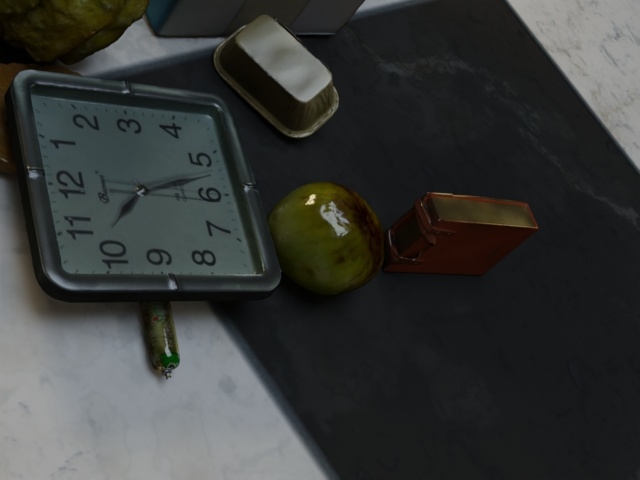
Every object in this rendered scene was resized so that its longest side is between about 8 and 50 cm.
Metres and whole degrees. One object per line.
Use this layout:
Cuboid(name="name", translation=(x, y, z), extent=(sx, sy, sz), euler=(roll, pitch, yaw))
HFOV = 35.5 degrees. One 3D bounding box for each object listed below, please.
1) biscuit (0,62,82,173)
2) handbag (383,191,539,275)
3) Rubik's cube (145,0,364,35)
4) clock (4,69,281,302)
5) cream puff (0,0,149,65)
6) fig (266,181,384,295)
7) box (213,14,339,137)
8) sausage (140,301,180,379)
Cuboid(name="biscuit", translation=(-0.352, -0.134, 1.084), extent=(0.162, 0.035, 0.250), euler=(49, 42, 10))
Cuboid(name="handbag", translation=(0.180, -0.005, 1.336), extent=(0.190, 0.127, 0.062), euler=(5, 55, -36))
Cuboid(name="Rubik's cube", translation=(-0.080, -0.512, 1.351), extent=(0.347, 0.346, 0.344), euler=(-9, 64, -42))
Cuboid(name="clock", translation=(-0.191, -0.054, 1.089), extent=(0.279, 0.049, 0.273), euler=(2, 58, -34))
Cuboid(name="cream puff", translation=(-0.310, -0.309, 1.121), extent=(0.244, 0.196, 0.244), euler=(33, 34, -26))
Cuboid(name="fig", translation=(0.010, -0.004, 1.205), extent=(0.153, 0.121, 0.136), euler=(31, 40, -15))
Cuboid(name="box", translation=(-0.056, -0.222, 1.341), extent=(0.177, 0.111, 0.111), euler=(44, 43, 3))
Cuboid(name="sausage", translation=(-0.188, 0.028, 1.093), extent=(0.033, 0.033, 0.269), euler=(6, 56, -35))
